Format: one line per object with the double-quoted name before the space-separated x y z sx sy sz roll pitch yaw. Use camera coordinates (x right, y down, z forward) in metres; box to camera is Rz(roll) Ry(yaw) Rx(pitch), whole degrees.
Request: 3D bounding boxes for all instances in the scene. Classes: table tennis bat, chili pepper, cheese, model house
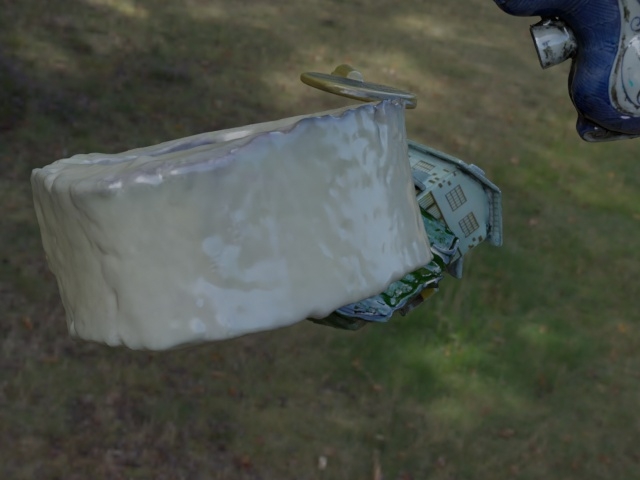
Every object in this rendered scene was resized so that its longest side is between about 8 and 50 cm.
"table tennis bat" 0.058 -0.262 2.027 0.198 0.050 0.321 10 13 -8
"chili pepper" -0.005 0.006 1.552 0.384 0.213 0.167 17 -15 -23
"cheese" -0.079 -0.014 0.978 0.292 0.153 0.332 -5 8 39
"model house" 0.128 -0.041 1.791 0.215 0.198 0.224 -35 28 -15

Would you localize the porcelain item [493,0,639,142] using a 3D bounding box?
"porcelain item" 0.300 -0.241 1.322 0.186 0.288 0.138 -18 24 15
